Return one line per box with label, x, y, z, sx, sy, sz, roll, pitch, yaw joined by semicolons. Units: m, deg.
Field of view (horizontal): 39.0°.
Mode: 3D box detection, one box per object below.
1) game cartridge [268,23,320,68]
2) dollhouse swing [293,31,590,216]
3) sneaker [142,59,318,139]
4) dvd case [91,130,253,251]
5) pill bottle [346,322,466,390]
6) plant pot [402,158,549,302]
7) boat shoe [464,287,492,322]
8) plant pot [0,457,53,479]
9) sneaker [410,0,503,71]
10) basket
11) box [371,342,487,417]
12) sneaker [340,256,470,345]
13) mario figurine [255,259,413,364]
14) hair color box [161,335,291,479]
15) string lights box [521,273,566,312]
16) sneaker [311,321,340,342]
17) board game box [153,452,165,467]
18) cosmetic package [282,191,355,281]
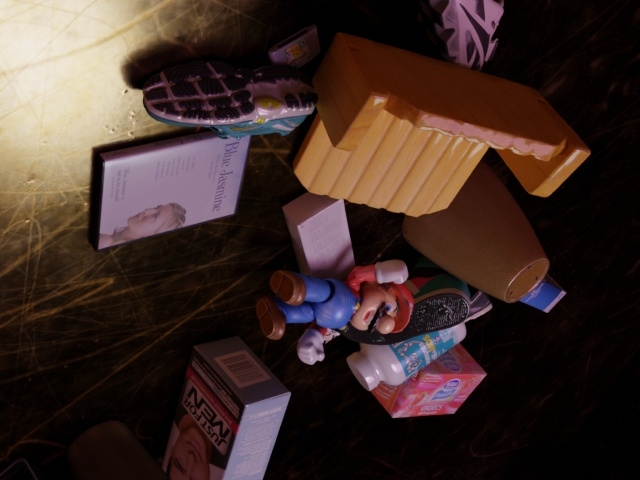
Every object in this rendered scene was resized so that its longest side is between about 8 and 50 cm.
game cartridge;-0.038;-0.281;1.345;0.083;0.017;0.056;-33;150;-12
dollhouse swing;0.149;-0.113;1.401;0.347;0.315;0.305;12;120;-20
sneaker;-0.129;-0.183;1.292;0.275;0.107;0.110;-3;149;-37
dvd case;-0.226;-0.081;1.382;0.253;0.022;0.180;-17;140;-33
pill bottle;0.192;0.234;2.073;0.264;0.146;0.146;-33;147;-12
plant pot;0.339;-0.001;1.847;0.237;0.254;0.237;-27;144;-22
boat shoe;0.329;0.179;2.251;0.206;0.075;0.065;-25;102;-14
plant pot;-0.539;0.535;1.661;0.187;0.188;0.167;-39;161;-4
sneaker;0.241;-0.331;1.474;0.146;0.122;0.330;-32;147;-10
basket;-0.369;0.463;1.689;0.154;0.227;0.204;14;120;-52
box;0.264;0.340;2.276;0.300;0.142;0.154;11;120;-51
sneaker;0.188;0.121;1.966;0.295;0.178;0.124;-12;115;21
mario figurine;0.055;0.130;1.664;0.320;0.170;0.198;2;164;-38
hair color box;-0.198;0.397;1.784;0.113;0.185;0.374;-9;128;-40
string lights box;0.496;0.091;2.228;0.077;0.133;0.260;-49;147;14
sneaker;0.005;0.194;1.930;0.044;0.040;0.109;-41;147;5
board game box;-0.394;0.554;1.942;0.347;0.056;0.208;-15;135;-35
cosmetic package;0.000;0.000;1.674;0.099;0.060;0.239;-33;147;-14
